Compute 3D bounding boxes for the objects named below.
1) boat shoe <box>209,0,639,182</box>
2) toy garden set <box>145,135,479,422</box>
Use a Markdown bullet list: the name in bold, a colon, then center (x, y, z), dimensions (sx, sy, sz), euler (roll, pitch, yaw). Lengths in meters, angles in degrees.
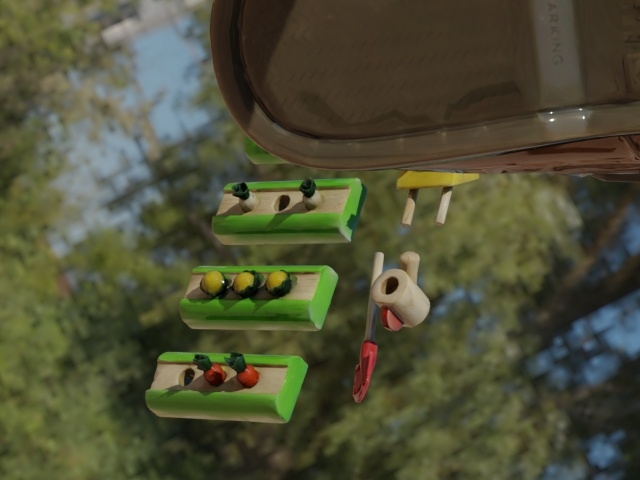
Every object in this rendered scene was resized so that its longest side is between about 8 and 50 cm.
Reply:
- **boat shoe**: center (0.126, -0.070, 0.572), dimensions (0.104, 0.307, 0.111), euler (-17, 110, -77)
- **toy garden set**: center (0.000, 0.000, 1.254), dimensions (0.203, 0.244, 0.049), euler (-1, -33, 35)
